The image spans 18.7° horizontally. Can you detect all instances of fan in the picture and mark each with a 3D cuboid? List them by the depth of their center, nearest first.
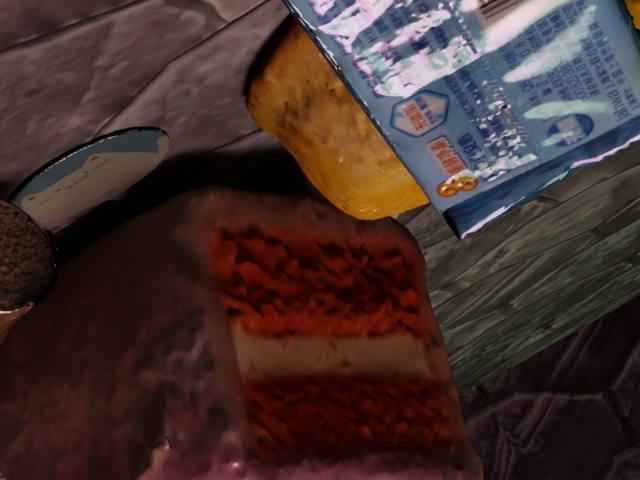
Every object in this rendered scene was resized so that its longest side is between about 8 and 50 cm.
[{"bbox_3d":[-0.140,-0.035,1.264,0.113,0.005,0.175,-30,165,7],"label":"fan"}]

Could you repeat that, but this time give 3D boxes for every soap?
[{"bbox_3d":[0.073,-0.126,0.994,0.156,0.077,0.293,-26,142,9],"label":"soap"}]

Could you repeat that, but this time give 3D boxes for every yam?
[{"bbox_3d":[-0.218,0.031,1.197,0.084,0.084,0.127,-18,164,-36],"label":"yam"}]

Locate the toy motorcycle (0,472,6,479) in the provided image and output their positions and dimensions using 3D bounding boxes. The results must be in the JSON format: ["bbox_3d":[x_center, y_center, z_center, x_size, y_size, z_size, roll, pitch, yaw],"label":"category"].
[{"bbox_3d":[-0.191,0.166,1.660,0.260,0.154,0.206,-10,-178,-34],"label":"toy motorcycle"}]

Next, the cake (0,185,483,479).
[{"bbox_3d":[-0.063,0.112,1.394,0.230,0.237,0.309,-27,160,30],"label":"cake"}]

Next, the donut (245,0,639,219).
[{"bbox_3d":[0.102,-0.114,1.232,0.303,0.110,0.303,-27,168,-6],"label":"donut"}]

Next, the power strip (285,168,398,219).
[{"bbox_3d":[0.000,0.000,1.598,0.106,0.043,0.367,-22,166,-22],"label":"power strip"}]
